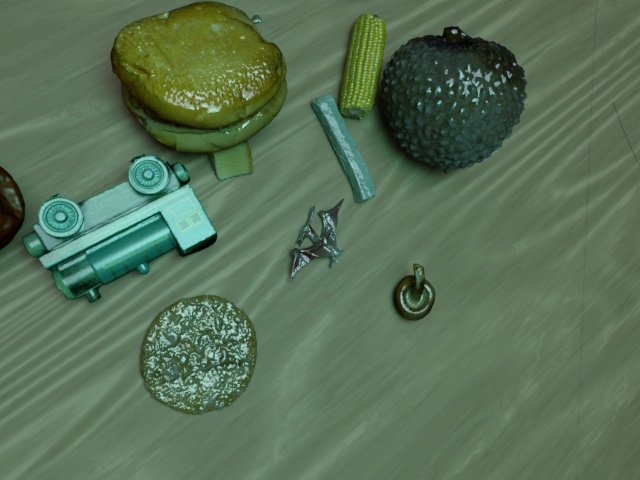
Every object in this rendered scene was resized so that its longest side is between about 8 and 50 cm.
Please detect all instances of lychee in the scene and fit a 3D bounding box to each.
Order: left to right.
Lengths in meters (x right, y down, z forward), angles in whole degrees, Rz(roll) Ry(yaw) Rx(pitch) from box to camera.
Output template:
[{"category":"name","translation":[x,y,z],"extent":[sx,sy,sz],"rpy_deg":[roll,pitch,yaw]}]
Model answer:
[{"category":"lychee","translation":[0.268,-0.295,1.069],"extent":[0.300,0.300,0.300],"rpy_deg":[3,79,-17]}]

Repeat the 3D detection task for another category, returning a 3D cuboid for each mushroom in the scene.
[{"category":"mushroom","translation":[0.198,0.099,1.067],"extent":[0.088,0.073,0.129],"rpy_deg":[-2,115,-4]}]

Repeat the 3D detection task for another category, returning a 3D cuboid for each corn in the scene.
[{"category":"corn","translation":[0.095,-0.385,1.124],"extent":[0.081,0.081,0.248],"rpy_deg":[14,75,-15]}]

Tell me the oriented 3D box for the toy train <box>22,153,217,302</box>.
[{"category":"toy train","translation":[-0.345,-0.019,0.904],"extent":[0.298,0.120,0.194],"rpy_deg":[-31,95,-20]}]

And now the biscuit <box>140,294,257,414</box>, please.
[{"category":"biscuit","translation":[-0.219,0.209,0.943],"extent":[0.220,0.033,0.220],"rpy_deg":[3,81,-16]}]

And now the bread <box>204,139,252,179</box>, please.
[{"category":"bread","translation":[-0.195,-0.187,1.032],"extent":[0.084,0.080,0.109],"rpy_deg":[-20,51,-20]}]

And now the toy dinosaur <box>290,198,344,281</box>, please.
[{"category":"toy dinosaur","translation":[0.001,0.000,1.051],"extent":[0.108,0.032,0.220],"rpy_deg":[36,62,-4]}]

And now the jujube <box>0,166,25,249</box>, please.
[{"category":"jujube","translation":[-0.605,-0.040,0.794],"extent":[0.255,0.190,0.190],"rpy_deg":[-8,83,-6]}]

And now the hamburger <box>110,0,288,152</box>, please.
[{"category":"hamburger","translation":[-0.212,-0.310,0.949],"extent":[0.314,0.170,0.290],"rpy_deg":[-31,74,-23]}]

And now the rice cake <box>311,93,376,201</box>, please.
[{"category":"rice cake","translation":[0.051,-0.198,1.097],"extent":[0.045,0.042,0.245],"rpy_deg":[-25,88,-24]}]
